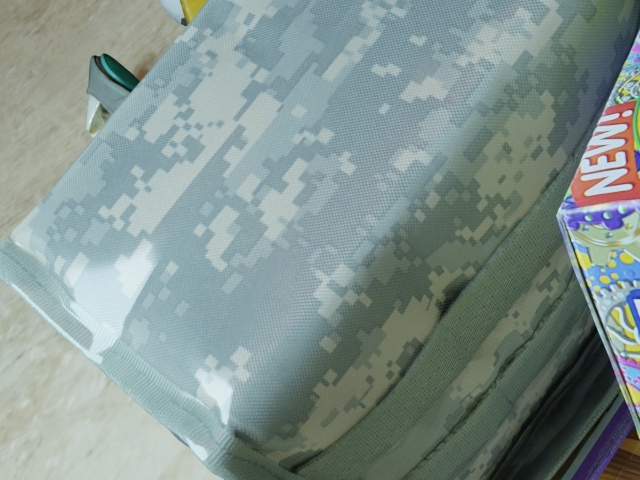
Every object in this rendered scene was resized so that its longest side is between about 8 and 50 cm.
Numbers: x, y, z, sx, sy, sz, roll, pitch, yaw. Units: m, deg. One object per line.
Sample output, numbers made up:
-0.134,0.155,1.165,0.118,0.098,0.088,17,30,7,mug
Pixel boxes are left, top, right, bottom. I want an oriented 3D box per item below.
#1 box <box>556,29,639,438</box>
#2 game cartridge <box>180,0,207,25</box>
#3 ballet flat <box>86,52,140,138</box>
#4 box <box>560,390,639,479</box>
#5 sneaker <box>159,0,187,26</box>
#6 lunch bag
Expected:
0.259,-0.038,0.366,0.279,0.177,0.290,-7,35,34,box
0.083,-0.152,0.744,0.323,0.053,0.285,-22,30,-1,game cartridge
-0.162,-0.099,1.050,0.068,0.072,0.213,-50,35,1,ballet flat
0.215,0.120,0.437,0.201,0.057,0.293,-53,35,-11,box
-0.003,-0.337,1.058,0.384,0.147,0.145,-43,36,6,sneaker
0.050,0.015,0.536,0.169,0.287,0.235,34,82,37,lunch bag
